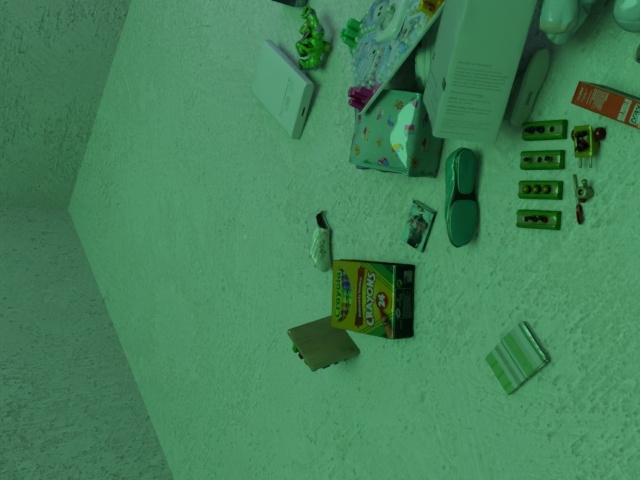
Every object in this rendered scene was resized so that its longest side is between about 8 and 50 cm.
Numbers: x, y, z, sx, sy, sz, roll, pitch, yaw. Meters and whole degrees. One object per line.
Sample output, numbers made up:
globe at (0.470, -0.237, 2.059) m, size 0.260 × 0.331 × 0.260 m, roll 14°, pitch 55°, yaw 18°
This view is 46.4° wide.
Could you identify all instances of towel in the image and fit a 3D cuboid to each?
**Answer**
towel at (0.459, 0.275, 1.744) m, size 0.152 × 0.023 × 0.113 m, roll -57°, pitch 46°, yaw 38°

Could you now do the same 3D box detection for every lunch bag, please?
lunch bag at (0.190, -0.292, 1.982) m, size 0.262 × 0.160 × 0.224 m, roll 19°, pitch 105°, yaw 45°

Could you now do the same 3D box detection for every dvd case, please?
dvd case at (0.263, -0.039, 2.002) m, size 0.087 × 0.013 × 0.120 m, roll 38°, pitch 118°, yaw 46°

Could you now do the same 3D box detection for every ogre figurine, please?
ogre figurine at (-0.029, -0.609, 2.317) m, size 0.118 × 0.096 × 0.197 m, roll 54°, pitch 126°, yaw 45°

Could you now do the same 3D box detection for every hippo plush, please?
hippo plush at (0.581, -0.533, 1.487) m, size 0.236 × 0.234 × 0.295 m, roll 10°, pitch 116°, yaw 22°

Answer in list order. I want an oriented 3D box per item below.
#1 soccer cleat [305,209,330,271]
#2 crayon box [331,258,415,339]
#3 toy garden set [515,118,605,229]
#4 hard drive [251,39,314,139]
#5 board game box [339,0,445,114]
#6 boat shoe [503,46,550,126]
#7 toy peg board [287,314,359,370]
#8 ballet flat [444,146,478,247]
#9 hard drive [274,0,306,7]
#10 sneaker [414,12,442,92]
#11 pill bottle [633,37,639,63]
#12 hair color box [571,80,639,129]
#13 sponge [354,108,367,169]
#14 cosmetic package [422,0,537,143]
soccer cleat at (0.000, 0.000, 2.300) m, size 0.076 × 0.068 × 0.196 m, roll -32°, pitch 62°, yaw 44°
crayon box at (0.127, 0.159, 2.121) m, size 0.318 × 0.081 × 0.202 m, roll 2°, pitch 92°, yaw 53°
toy garden set at (0.517, -0.145, 1.644) m, size 0.203 × 0.049 × 0.245 m, roll 6°, pitch 95°, yaw 52°
hard drive at (-0.131, -0.502, 2.470) m, size 0.307 × 0.040 × 0.203 m, roll 52°, pitch 137°, yaw 39°
board game box at (0.177, -0.584, 1.954) m, size 0.390 × 0.050 × 0.390 m, roll -50°, pitch 29°, yaw 36°
boat shoe at (0.466, -0.355, 1.709) m, size 0.063 × 0.066 × 0.184 m, roll 41°, pitch 130°, yaw 43°
toy peg board at (0.003, 0.324, 2.230) m, size 0.161 × 0.161 × 0.079 m, roll 52°, pitch 146°, yaw 38°
ballet flat at (0.345, -0.106, 1.858) m, size 0.087 × 0.083 × 0.248 m, roll -167°, pitch 79°, yaw -76°
hard drive at (-0.077, -0.890, 2.412) m, size 0.172 × 0.054 × 0.255 m, roll 34°, pitch 116°, yaw 47°
sneaker at (0.306, -0.508, 1.887) m, size 0.129 × 0.111 × 0.297 m, roll -1°, pitch 71°, yaw 13°
pill bottle at (0.670, -0.354, 1.434) m, size 0.120 × 0.067 × 0.067 m, roll 44°, pitch 123°, yaw 43°
hair color box at (0.603, -0.270, 1.500) m, size 0.167 × 0.093 × 0.054 m, roll 37°, pitch 119°, yaw 47°
sponge at (0.147, -0.313, 2.139) m, size 0.117 × 0.031 × 0.210 m, roll -5°, pitch 85°, yaw 52°
cosmetic package at (0.347, -0.435, 1.651) m, size 0.217 × 0.156 × 0.385 m, roll -92°, pitch 7°, yaw -56°
